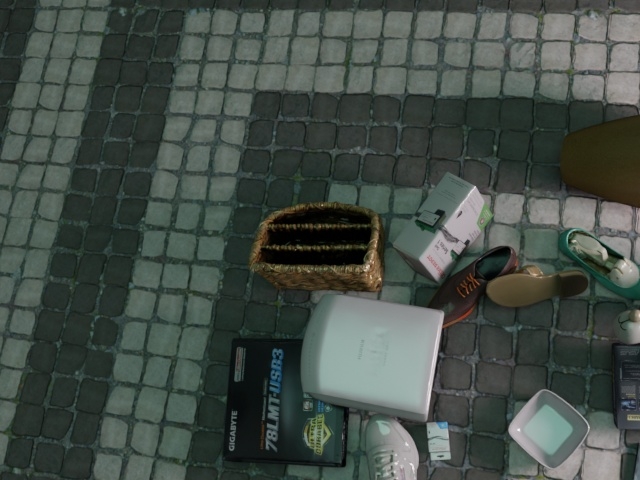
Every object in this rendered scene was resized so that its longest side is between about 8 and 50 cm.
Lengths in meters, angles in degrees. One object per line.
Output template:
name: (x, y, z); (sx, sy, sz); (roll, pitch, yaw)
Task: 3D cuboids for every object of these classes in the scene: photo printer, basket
photo printer: (0.111, 0.257, 1.846); (0.307, 0.107, 0.256); (10, 75, 10)
basket: (0.000, 0.000, 1.951); (0.299, 0.223, 0.213); (1, 74, 14)

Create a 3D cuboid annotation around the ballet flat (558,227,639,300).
ballet flat: (0.653, 0.053, 1.852); (0.247, 0.087, 0.083); (35, 84, 20)

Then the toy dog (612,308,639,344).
toy dog: (0.790, 0.127, 1.674); (0.333, 0.161, 0.220); (-32, 52, -12)

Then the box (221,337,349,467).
box: (-0.079, 0.385, 1.938); (0.293, 0.073, 0.296); (1, 73, 12)

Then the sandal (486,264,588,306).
sandal: (0.495, 0.095, 1.892); (0.240, 0.088, 0.079); (-5, 28, -3)

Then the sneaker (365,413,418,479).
sneaker: (0.165, 0.530, 1.793); (0.114, 0.152, 0.305); (-17, 69, 10)

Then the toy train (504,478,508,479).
toy train: (0.440, 0.552, 1.793); (0.083, 0.017, 0.024); (20, 70, 18)

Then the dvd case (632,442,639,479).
dvd case: (0.777, 0.536, 1.717); (0.221, 0.018, 0.164); (11, 76, 16)

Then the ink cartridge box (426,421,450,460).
ink cartridge box: (0.270, 0.459, 1.854); (0.048, 0.028, 0.083); (-7, 73, 11)

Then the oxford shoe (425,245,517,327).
oxford shoe: (0.345, 0.102, 1.903); (0.271, 0.098, 0.097); (-42, 70, -1)

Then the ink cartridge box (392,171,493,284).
ink cartridge box: (0.290, -0.024, 1.914); (0.092, 0.160, 0.219); (33, 84, 37)

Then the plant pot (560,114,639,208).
plant pot: (0.690, -0.182, 1.856); (0.254, 0.237, 0.237); (5, 75, 29)

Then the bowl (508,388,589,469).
bowl: (0.506, 0.419, 1.797); (0.142, 0.053, 0.142); (41, 87, 21)

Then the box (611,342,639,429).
box: (0.752, 0.313, 1.743); (0.232, 0.059, 0.183); (-2, 90, 13)
